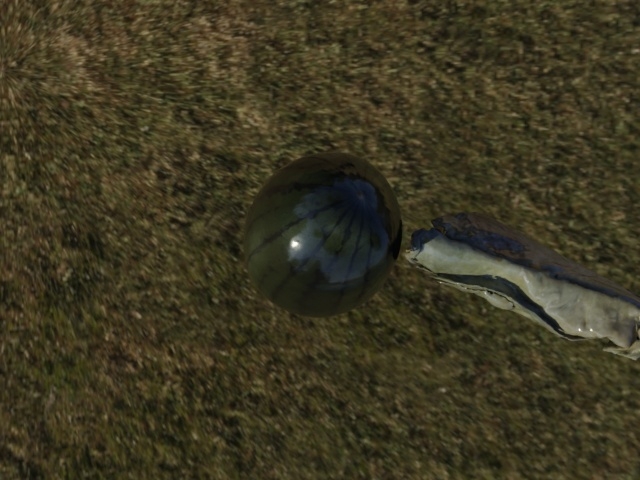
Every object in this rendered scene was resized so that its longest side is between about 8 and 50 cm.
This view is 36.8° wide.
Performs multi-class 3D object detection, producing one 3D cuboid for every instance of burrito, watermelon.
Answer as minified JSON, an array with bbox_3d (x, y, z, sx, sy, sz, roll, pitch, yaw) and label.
[{"bbox_3d":[0.122,0.024,0.551,0.149,0.055,0.041,25,117,5],"label":"burrito"},{"bbox_3d":[0.000,0.000,0.487,0.078,0.110,0.078,4,64,-8],"label":"watermelon"}]
